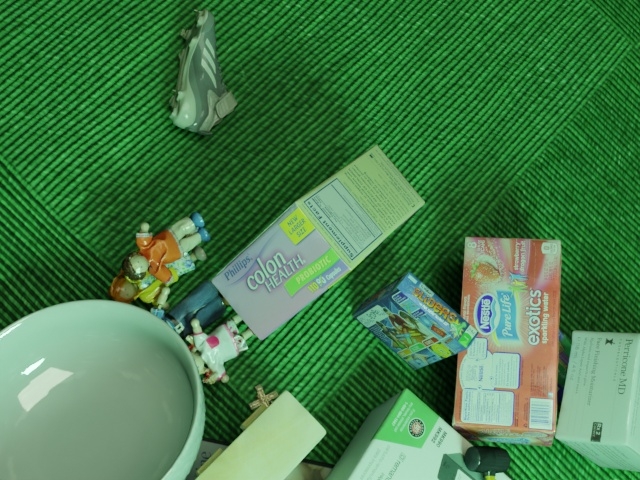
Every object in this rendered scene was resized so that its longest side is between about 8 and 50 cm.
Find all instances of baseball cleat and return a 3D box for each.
[{"bbox_3d":[-0.180,-0.264,1.595,0.109,0.072,0.206,19,74,-26],"label":"baseball cleat"}]

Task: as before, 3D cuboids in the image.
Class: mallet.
[{"bbox_3d":[0.238,0.380,1.401,0.062,0.039,0.189,17,58,-24],"label":"mallet"}]

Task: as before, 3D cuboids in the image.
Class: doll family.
[{"bbox_3d":[-0.217,0.094,1.462,0.163,0.118,0.263,-35,105,-29],"label":"doll family"}]

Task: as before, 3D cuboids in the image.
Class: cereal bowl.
[{"bbox_3d":[-0.315,0.252,1.324,0.339,0.141,0.339,-2,54,3],"label":"cereal bowl"}]

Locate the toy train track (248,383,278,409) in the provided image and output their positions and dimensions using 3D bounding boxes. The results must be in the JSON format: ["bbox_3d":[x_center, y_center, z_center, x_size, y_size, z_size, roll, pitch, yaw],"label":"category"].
[{"bbox_3d":[-0.076,0.255,1.496,0.048,0.014,0.083,-25,84,-22],"label":"toy train track"}]

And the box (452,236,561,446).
[{"bbox_3d":[0.290,0.157,1.544,0.154,0.142,0.300,2,70,11],"label":"box"}]

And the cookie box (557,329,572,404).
[{"bbox_3d":[0.376,0.214,1.635,0.107,0.040,0.092,-37,88,-22],"label":"cookie box"}]

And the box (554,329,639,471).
[{"bbox_3d":[0.472,0.256,1.570,0.182,0.119,0.181,36,61,-44],"label":"box"}]

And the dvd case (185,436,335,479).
[{"bbox_3d":[-0.093,0.381,1.408,0.253,0.022,0.180,16,53,-20],"label":"dvd case"}]

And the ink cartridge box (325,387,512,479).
[{"bbox_3d":[0.160,0.394,1.449,0.289,0.121,0.211,41,51,-3],"label":"ink cartridge box"}]

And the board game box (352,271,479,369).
[{"bbox_3d":[0.138,0.125,1.499,0.136,0.201,0.035,41,67,-3],"label":"board game box"}]

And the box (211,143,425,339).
[{"bbox_3d":[0.000,0.000,1.440,0.117,0.213,0.243,51,39,1],"label":"box"}]

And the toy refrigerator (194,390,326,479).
[{"bbox_3d":[-0.119,0.326,1.347,0.094,0.102,0.269,46,49,5],"label":"toy refrigerator"}]
